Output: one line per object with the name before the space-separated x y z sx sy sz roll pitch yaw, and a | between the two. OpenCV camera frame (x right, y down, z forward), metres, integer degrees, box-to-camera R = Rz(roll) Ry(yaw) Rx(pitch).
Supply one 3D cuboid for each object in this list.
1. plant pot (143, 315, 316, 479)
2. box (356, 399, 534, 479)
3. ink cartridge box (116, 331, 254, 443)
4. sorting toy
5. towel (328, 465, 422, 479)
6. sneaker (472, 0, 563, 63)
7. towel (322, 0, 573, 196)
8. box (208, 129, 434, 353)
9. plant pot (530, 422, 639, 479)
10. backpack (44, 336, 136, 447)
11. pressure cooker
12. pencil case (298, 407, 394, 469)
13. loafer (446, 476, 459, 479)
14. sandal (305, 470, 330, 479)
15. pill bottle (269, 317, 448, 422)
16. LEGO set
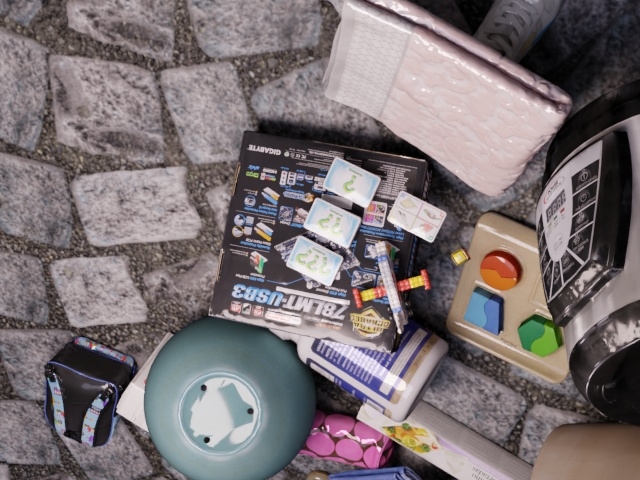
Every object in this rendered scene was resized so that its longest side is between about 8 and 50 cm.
plant pot | -0.151 0.264 1.842 0.290 0.195 0.290 0 88 0
box | 0.217 0.346 1.949 0.324 0.067 0.063 30 126 1
ink cartridge box | -0.224 0.284 2.024 0.217 0.158 0.092 30 128 2
sorting toy | 0.350 0.113 1.747 0.307 0.041 0.229 25 125 17
towel | 0.171 0.482 2.003 0.285 0.034 0.209 42 147 -20
sneaker | 0.255 -0.280 1.552 0.087 0.092 0.229 30 124 4
towel | 0.154 -0.192 1.549 0.317 0.053 0.332 31 165 3
box | 0.000 0.000 1.746 0.295 0.073 0.293 10 92 14
plant pot | 0.485 0.406 1.767 0.280 0.323 0.323 10 123 36
backpack | -0.429 0.289 2.131 0.158 0.117 0.173 18 123 10
pressure cooker | 0.466 -0.010 1.448 0.369 0.421 0.375 -15 146 21
pencil case | 0.026 0.349 2.011 0.209 0.095 0.098 9 91 17
loafer | 0.309 0.476 1.991 0.223 0.076 0.078 30 169 -2
sandal | 0.040 0.496 2.114 0.180 0.049 0.072 41 125 -5
pill bottle | 0.058 0.160 1.840 0.264 0.153 0.153 32 125 12
LEGO set | 0.086 0.012 1.663 0.244 0.060 0.183 27 99 11
